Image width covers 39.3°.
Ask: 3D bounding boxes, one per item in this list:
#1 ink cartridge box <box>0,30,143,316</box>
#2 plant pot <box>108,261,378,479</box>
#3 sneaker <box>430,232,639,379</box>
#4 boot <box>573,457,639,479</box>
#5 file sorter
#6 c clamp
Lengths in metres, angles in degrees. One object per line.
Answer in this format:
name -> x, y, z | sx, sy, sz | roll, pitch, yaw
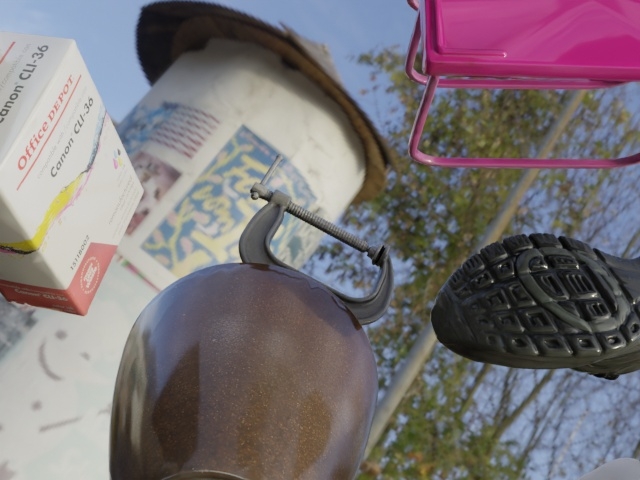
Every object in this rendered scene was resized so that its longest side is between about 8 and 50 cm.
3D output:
ink cartridge box -> -0.188, -0.051, 0.574 | 0.067, 0.115, 0.198 | 9, -31, 14
plant pot -> -0.064, 0.151, 0.635 | 0.215, 0.215, 0.230 | 40, 13, -9
sneaker -> 0.215, 0.064, 0.698 | 0.130, 0.286, 0.109 | 110, -29, -50
boot -> 0.269, 0.301, 0.965 | 0.086, 0.190, 0.069 | 65, 7, -46
file sorter -> 0.157, -0.212, 0.645 | 0.202, 0.290, 0.182 | 1, -17, -3
c clamp -> 0.000, 0.000, 0.777 | 0.161, 0.137, 0.022 | 33, -43, 4
